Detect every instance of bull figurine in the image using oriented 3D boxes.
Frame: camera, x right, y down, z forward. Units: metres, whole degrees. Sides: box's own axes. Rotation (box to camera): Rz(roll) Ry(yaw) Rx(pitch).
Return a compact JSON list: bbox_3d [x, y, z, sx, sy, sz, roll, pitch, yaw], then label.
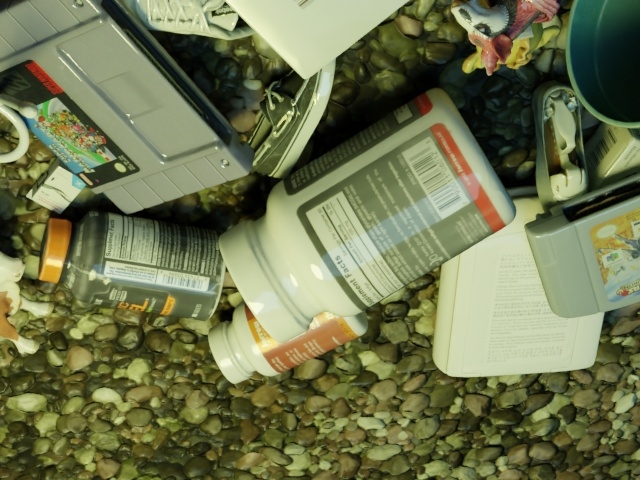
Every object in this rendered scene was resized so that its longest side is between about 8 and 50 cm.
[{"bbox_3d":[-0.487,0.107,1.960,0.310,0.101,0.188,-32,131,23],"label":"bull figurine"}]

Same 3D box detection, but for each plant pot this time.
[{"bbox_3d":[0.496,-0.249,1.808,0.255,0.272,0.272,12,126,-36],"label":"plant pot"}]

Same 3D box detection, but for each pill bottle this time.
[{"bbox_3d":[-0.262,0.030,1.972,0.245,0.130,0.130,10,125,-15],"label":"pill bottle"},{"bbox_3d":[0.059,-0.028,1.906,0.363,0.210,0.210,-31,126,8],"label":"pill bottle"},{"bbox_3d":[-0.049,0.124,2.082,0.216,0.121,0.121,-26,127,11],"label":"pill bottle"}]

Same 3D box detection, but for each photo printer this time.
[{"bbox_3d":[0.299,0.055,2.093,0.256,0.107,0.308,-4,127,-7],"label":"photo printer"}]

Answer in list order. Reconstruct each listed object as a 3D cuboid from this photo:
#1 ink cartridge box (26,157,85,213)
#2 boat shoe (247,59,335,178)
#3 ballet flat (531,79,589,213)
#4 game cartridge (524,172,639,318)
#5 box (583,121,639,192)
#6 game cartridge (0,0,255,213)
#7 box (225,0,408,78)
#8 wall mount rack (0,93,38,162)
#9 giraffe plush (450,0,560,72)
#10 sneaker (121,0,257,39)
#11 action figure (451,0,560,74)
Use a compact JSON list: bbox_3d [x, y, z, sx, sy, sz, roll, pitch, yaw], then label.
[{"bbox_3d":[-0.359,-0.070,1.942,0.048,0.028,0.083,31,118,-28],"label":"ink cartridge box"},{"bbox_3d":[-0.043,-0.172,1.882,0.070,0.078,0.219,13,126,-19],"label":"boat shoe"},{"bbox_3d":[0.328,-0.111,1.937,0.072,0.068,0.213,-12,98,-11],"label":"ballet flat"},{"bbox_3d":[0.442,-0.003,1.969,0.297,0.062,0.198,-22,127,4],"label":"game cartridge"},{"bbox_3d":[0.505,-0.081,2.028,0.275,0.094,0.113,20,121,-22],"label":"box"},{"bbox_3d":[-0.275,-0.178,1.806,0.230,0.068,0.355,-20,130,30],"label":"game cartridge"},{"bbox_3d":[-0.039,-0.374,1.554,0.168,0.345,0.215,-36,125,18],"label":"box"},{"bbox_3d":[-0.488,-0.191,1.718,0.350,0.130,0.304,38,134,-25],"label":"wall mount rack"},{"bbox_3d":[0.240,-0.296,1.788,0.181,0.210,0.170,4,156,5],"label":"giraffe plush"},{"bbox_3d":[-0.156,-0.298,1.744,0.292,0.118,0.110,-3,130,-5],"label":"sneaker"},{"bbox_3d":[0.238,-0.370,1.651,0.275,0.248,0.370,9,91,-41],"label":"action figure"}]
